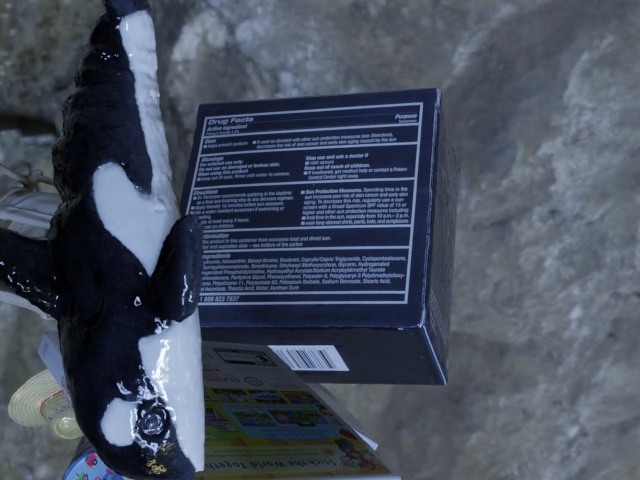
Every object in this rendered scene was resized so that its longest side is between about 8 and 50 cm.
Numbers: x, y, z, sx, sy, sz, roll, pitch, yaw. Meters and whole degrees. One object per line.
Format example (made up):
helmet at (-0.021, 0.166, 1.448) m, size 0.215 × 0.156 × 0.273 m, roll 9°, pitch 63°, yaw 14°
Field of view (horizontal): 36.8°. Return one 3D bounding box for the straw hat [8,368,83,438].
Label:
straw hat at (-0.317, 0.216, 1.217) m, size 0.061 × 0.144 × 0.144 m, roll 53°, pitch 143°, yaw 29°

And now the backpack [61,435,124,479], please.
backpack at (-0.191, 0.269, 0.968) m, size 0.173 × 0.117 × 0.158 m, roll 27°, pitch 103°, yaw 9°

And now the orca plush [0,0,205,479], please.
orca plush at (-0.129, -0.010, 0.518) m, size 0.151 × 0.102 × 0.287 m, roll -163°, pitch 70°, yaw -66°

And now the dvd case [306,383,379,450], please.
dvd case at (-0.040, 0.211, 1.406) m, size 0.022 × 0.253 × 0.180 m, roll -52°, pitch 32°, yaw 1°

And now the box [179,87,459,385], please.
box at (0.000, 0.000, 1.103) m, size 0.183 × 0.296 × 0.294 m, roll 62°, pitch -148°, yaw -58°

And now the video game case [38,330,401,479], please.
video game case at (-0.079, 0.137, 0.753) m, size 0.206 × 0.227 × 0.026 m, roll 38°, pitch 110°, yaw 45°

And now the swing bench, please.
swing bench at (-0.463, -0.004, 1.599) m, size 0.253 × 0.165 × 0.255 m, roll 14°, pitch 78°, yaw 23°
